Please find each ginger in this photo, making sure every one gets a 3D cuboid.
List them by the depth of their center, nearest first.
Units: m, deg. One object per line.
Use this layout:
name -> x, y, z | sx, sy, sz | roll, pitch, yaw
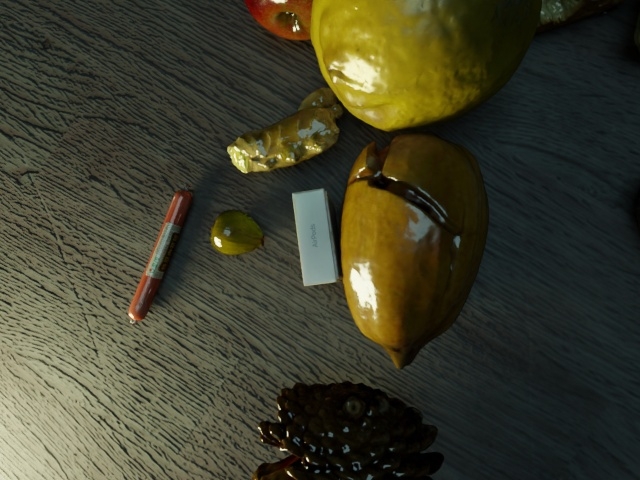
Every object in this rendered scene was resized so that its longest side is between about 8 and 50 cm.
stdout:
ginger -> -0.042, -0.159, 0.695 | 0.205, 0.081, 0.115 | -35, 75, 2

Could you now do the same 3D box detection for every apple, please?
apple -> -0.042, -0.415, 0.672 | 0.181, 0.181, 0.168 | 10, 89, 8

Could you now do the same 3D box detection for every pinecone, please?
pinecone -> 0.028, 0.333, 0.571 | 0.246, 0.246, 0.292 | 4, 101, 8

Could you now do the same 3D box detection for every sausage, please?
sausage -> -0.269, 0.023, 0.733 | 0.034, 0.034, 0.253 | 20, 88, 9

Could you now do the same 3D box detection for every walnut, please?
walnut -> 0.124, 0.016, 0.605 | 0.209, 0.209, 0.336 | 2, 92, 8

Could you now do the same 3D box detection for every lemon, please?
lemon -> 0.133, -0.292, 0.581 | 0.297, 0.297, 0.297 | -1, 85, 7

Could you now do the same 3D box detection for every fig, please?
fig -> -0.133, -0.010, 0.702 | 0.088, 0.074, 0.074 | 13, 87, -10

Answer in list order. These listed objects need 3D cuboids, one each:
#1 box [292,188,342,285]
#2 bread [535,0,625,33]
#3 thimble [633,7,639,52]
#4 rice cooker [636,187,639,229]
box -> 0.000, 0.000, 0.652 | 0.051, 0.129, 0.130 | -9, 84, 6
bread -> 0.353, -0.499, 0.636 | 0.195, 0.149, 0.344 | -16, 83, 12
thimble -> 0.550, -0.331, 0.609 | 0.190, 0.137, 0.143 | 16, 86, -15
rice cooker -> 0.521, -0.025, 0.603 | 0.112, 0.106, 0.165 | -23, 93, 9
